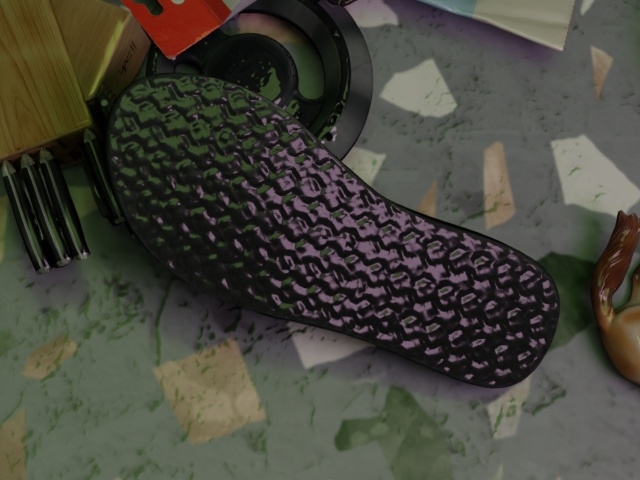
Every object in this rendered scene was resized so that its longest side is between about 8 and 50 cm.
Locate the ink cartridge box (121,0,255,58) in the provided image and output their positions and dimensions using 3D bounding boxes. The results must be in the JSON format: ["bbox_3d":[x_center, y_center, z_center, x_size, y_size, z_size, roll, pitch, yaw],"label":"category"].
[{"bbox_3d":[-0.110,-0.274,1.489,0.179,0.045,0.145,-36,77,-13],"label":"ink cartridge box"}]

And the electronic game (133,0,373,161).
[{"bbox_3d":[-0.066,-0.147,1.500,0.229,0.048,0.229,0,75,0],"label":"electronic game"}]

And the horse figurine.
[{"bbox_3d":[0.335,0.098,1.477,0.263,0.066,0.174,43,67,4],"label":"horse figurine"}]

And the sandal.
[{"bbox_3d":[0.000,0.003,1.422,0.446,0.107,0.167,29,89,-19],"label":"sandal"}]

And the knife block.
[{"bbox_3d":[-0.263,-0.107,1.435,0.276,0.088,0.242,23,81,10],"label":"knife block"}]

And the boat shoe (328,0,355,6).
[{"bbox_3d":[0.103,-0.298,1.500,0.092,0.103,0.285,38,55,13],"label":"boat shoe"}]

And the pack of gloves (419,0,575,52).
[{"bbox_3d":[0.140,-0.288,1.586,0.232,0.046,0.195,19,59,-4],"label":"pack of gloves"}]
